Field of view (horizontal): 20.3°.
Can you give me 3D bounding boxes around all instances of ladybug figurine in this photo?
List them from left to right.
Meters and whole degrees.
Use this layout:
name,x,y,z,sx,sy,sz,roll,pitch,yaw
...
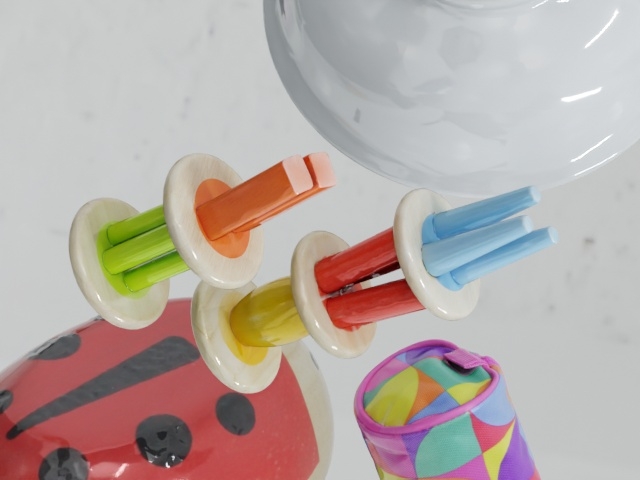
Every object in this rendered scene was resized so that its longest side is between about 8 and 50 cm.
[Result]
name,x,y,z,sx,sy,sz,roll,pitch,yaw
ladybug figurine,-0.171,0.179,1.652,0.305,0.449,0.162,33,-48,29

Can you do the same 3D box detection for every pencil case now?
name,x,y,z,sx,sy,sz,roll,pitch,yaw
pencil case,0.099,0.175,1.114,0.104,0.104,0.236,-103,171,-61

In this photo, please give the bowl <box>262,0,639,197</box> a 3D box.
name,x,y,z,sx,sy,sz,roll,pitch,yaw
bowl,0.105,-0.186,1.160,0.134,0.298,0.297,79,16,-70

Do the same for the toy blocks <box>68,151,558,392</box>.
name,x,y,z,sx,sy,sz,roll,pitch,yaw
toy blocks,0.000,0.000,0.663,0.148,0.123,0.054,-22,-128,32
